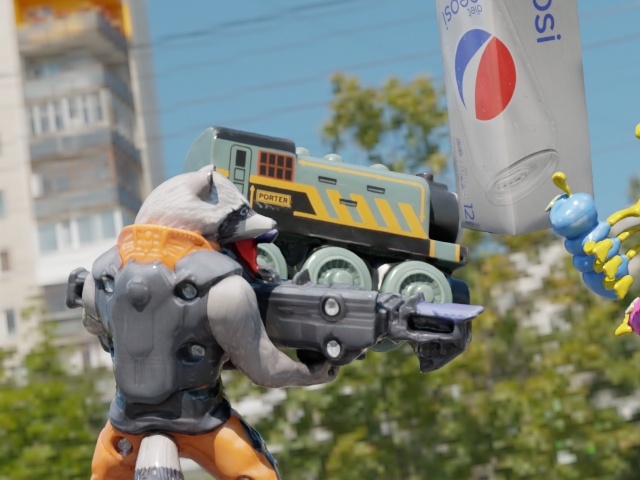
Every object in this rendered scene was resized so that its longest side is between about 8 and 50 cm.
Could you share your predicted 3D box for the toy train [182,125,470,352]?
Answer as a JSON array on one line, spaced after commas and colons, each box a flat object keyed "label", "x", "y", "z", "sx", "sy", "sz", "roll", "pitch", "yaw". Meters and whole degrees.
[{"label": "toy train", "x": 0.000, "y": 0.000, "z": 1.672, "sx": 0.334, "sy": 0.190, "sz": 0.142, "roll": 9, "pitch": -16, "yaw": -19}]

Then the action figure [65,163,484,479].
[{"label": "action figure", "x": -0.062, "y": 0.106, "z": 1.204, "sx": 0.341, "sy": 0.330, "sz": 0.178, "roll": -5, "pitch": -2, "yaw": 22}]

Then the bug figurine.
[{"label": "bug figurine", "x": 0.273, "y": 0.002, "z": 1.284, "sx": 0.072, "sy": 0.216, "sz": 0.279, "roll": -19, "pitch": 14, "yaw": 44}]

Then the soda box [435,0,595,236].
[{"label": "soda box", "x": 0.172, "y": -0.152, "z": 1.491, "sx": 0.098, "sy": 0.286, "sz": 0.091, "roll": -12, "pitch": 11, "yaw": -27}]
